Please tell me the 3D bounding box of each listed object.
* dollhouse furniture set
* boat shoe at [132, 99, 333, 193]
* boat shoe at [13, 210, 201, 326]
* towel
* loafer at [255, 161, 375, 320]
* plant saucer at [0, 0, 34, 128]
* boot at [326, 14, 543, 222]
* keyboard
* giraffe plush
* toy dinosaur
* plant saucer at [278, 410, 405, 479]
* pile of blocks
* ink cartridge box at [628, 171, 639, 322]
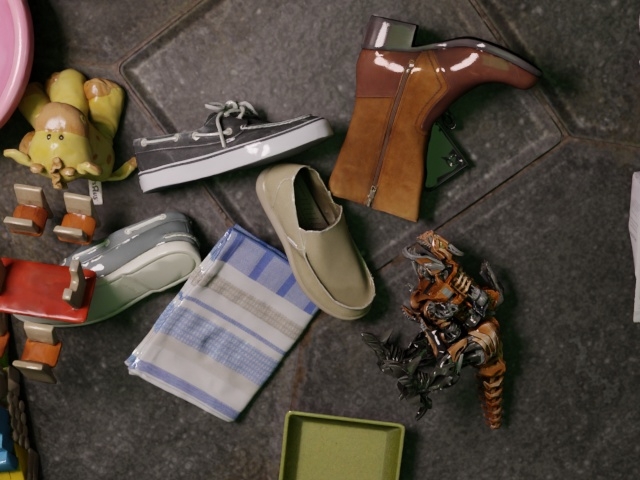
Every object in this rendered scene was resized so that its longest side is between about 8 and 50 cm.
[{"bbox_3d":[-0.457,0.063,1.350,0.259,0.135,0.262,9,66,1],"label":"dollhouse furniture set"},{"bbox_3d":[-0.135,-0.154,1.384,0.306,0.113,0.104,-13,92,21],"label":"boat shoe"},{"bbox_3d":[-0.332,0.046,1.452,0.320,0.116,0.099,-21,54,14],"label":"boat shoe"},{"bbox_3d":[-0.136,0.135,1.436,0.209,0.034,0.285,34,100,-23],"label":"towel"},{"bbox_3d":[0.000,0.000,1.390,0.102,0.092,0.268,-37,97,-31],"label":"loafer"},{"bbox_3d":[-0.562,-0.286,1.379,0.332,0.084,0.332,1,93,15],"label":"plant saucer"},{"bbox_3d":[0.159,-0.158,1.346,0.264,0.096,0.280,14,105,5],"label":"boot"},{"bbox_3d":[0.152,-0.173,1.405,0.108,0.023,0.180,-35,96,15],"label":"keyboard"},{"bbox_3d":[-0.375,-0.144,1.368,0.182,0.170,0.210,-19,98,6],"label":"giraffe plush"},{"bbox_3d":[0.196,0.150,1.396,0.218,0.164,0.321,-31,88,-7],"label":"toy dinosaur"},{"bbox_3d":[0.031,0.364,1.487,0.188,0.045,0.188,6,98,3],"label":"plant saucer"},{"bbox_3d":[-0.540,0.259,1.457,0.113,0.149,0.362,-8,99,5],"label":"pile of blocks"},{"bbox_3d":[0.562,0.006,1.403,0.189,0.066,0.232,-3,120,4],"label":"ink cartridge box"}]
